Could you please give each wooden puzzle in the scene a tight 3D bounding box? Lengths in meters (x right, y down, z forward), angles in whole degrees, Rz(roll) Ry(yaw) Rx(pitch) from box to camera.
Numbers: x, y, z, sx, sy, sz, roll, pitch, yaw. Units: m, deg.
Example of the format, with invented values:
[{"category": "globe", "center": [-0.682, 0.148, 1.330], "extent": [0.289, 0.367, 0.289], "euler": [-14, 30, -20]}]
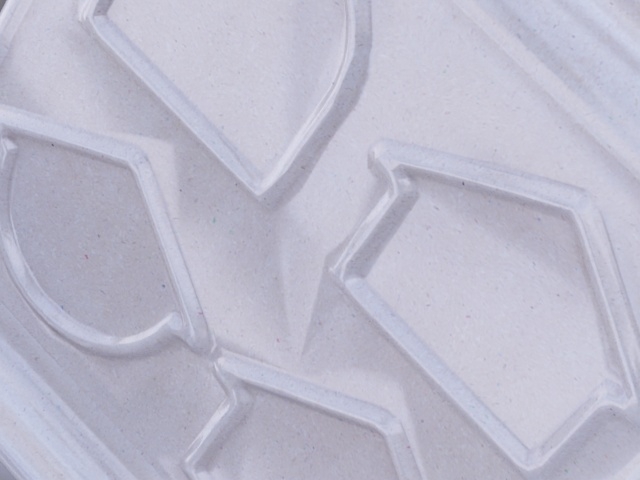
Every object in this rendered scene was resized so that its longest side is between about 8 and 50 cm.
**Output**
[{"category": "wooden puzzle", "center": [0.000, 0.000, 0.687], "extent": [0.322, 0.080, 0.348], "euler": [45, 121, 12]}]
